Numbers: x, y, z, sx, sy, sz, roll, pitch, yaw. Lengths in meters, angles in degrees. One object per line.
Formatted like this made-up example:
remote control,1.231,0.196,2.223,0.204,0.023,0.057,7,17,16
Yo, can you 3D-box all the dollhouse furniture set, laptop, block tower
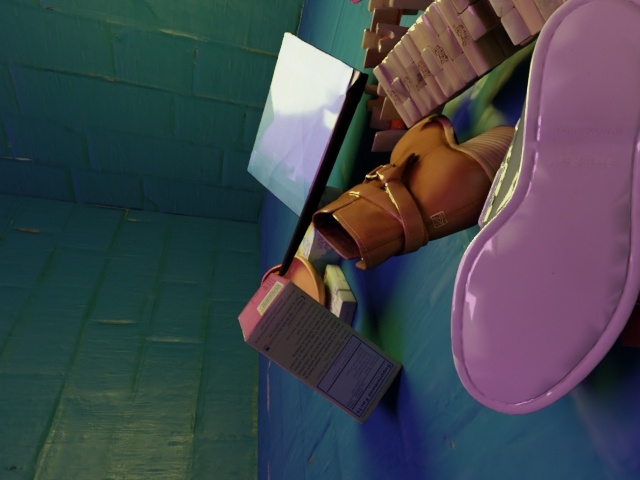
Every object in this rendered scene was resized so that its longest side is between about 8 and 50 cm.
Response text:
dollhouse furniture set,0.155,-0.309,0.657,0.259,0.134,0.262,98,172,-61
laptop,-0.077,-0.211,0.918,0.408,0.236,0.382,-68,0,-60
block tower,0.179,-0.228,0.400,0.091,0.097,0.335,57,158,-4

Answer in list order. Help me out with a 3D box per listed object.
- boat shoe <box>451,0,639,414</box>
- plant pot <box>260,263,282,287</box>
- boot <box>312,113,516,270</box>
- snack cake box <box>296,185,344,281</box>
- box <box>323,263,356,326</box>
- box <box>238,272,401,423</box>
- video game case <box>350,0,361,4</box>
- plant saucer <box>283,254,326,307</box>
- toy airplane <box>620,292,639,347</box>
boat shoe,0.191,-0.019,0.341,0.099,0.116,0.320,1,-78,-63
plant pot,-0.099,0.177,1.286,0.174,0.190,0.191,-92,13,-67
boot,0.093,-0.056,0.511,0.109,0.220,0.283,65,171,-24
snack cake box,0.000,0.000,1.148,0.152,0.089,0.265,-100,21,-51
box,0.035,0.164,1.037,0.186,0.038,0.145,-116,35,-64
box,-0.014,0.180,0.760,0.117,0.243,0.213,-53,10,-9
video game case,0.138,-0.562,0.783,0.210,0.041,0.232,-55,22,13
plant saucer,-0.043,0.134,1.090,0.199,0.037,0.200,25,120,53
toy airplane,0.220,0.036,0.358,0.151,0.028,0.152,-167,90,-75
